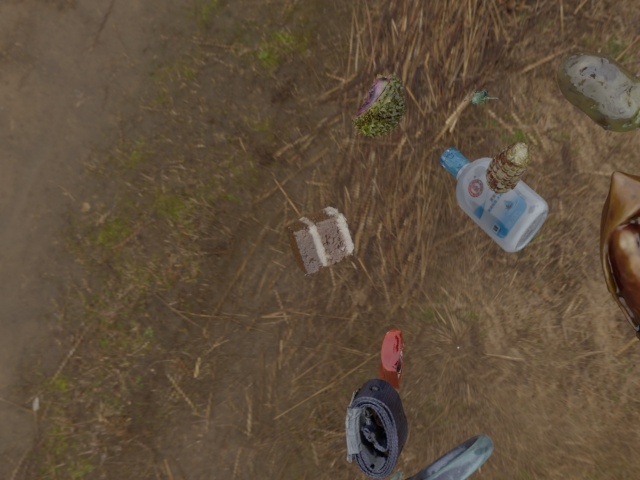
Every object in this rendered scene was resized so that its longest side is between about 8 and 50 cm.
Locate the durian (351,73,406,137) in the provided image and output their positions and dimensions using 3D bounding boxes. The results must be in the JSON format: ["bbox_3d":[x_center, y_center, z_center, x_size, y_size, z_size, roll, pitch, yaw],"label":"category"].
[{"bbox_3d":[0.167,-0.338,1.689,0.119,0.108,0.187,34,63,-8],"label":"durian"}]

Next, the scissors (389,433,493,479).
[{"bbox_3d":[0.075,0.309,0.802,0.256,0.383,0.029,-38,76,-7],"label":"scissors"}]

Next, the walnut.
[{"bbox_3d":[0.286,0.028,0.542,0.116,0.116,0.207,-34,102,4],"label":"walnut"}]

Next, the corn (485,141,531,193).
[{"bbox_3d":[0.401,-0.154,1.455,0.079,0.237,0.079,0,84,4],"label":"corn"}]

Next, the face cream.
[{"bbox_3d":[0.433,-0.127,1.777,0.337,0.080,0.163,52,123,36],"label":"face cream"}]

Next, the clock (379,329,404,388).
[{"bbox_3d":[0.185,0.309,1.785,0.061,0.155,0.113,6,62,11],"label":"clock"}]

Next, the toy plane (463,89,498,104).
[{"bbox_3d":[0.361,-0.325,1.559,0.080,0.083,0.033,5,104,31],"label":"toy plane"}]

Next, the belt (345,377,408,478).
[{"bbox_3d":[0.142,0.464,1.709,0.139,0.126,0.230,1,108,22],"label":"belt"}]

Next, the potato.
[{"bbox_3d":[0.718,-0.380,1.727,0.262,0.165,0.165,40,90,4],"label":"potato"}]

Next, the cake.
[{"bbox_3d":[0.000,0.000,1.752,0.147,0.135,0.134,-19,105,-11],"label":"cake"}]
